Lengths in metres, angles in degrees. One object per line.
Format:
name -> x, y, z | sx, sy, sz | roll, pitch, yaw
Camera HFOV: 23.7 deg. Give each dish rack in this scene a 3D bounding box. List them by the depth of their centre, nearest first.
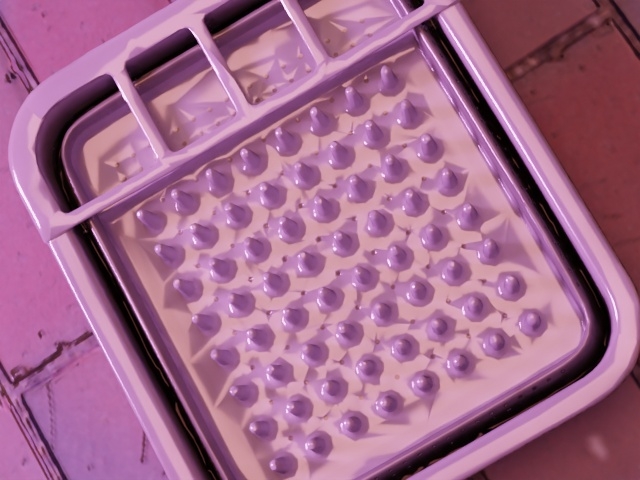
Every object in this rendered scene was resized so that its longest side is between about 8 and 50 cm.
dish rack -> 0.000, 0.000, 0.907 | 0.286, 0.072, 0.332 | -30, 75, 3
